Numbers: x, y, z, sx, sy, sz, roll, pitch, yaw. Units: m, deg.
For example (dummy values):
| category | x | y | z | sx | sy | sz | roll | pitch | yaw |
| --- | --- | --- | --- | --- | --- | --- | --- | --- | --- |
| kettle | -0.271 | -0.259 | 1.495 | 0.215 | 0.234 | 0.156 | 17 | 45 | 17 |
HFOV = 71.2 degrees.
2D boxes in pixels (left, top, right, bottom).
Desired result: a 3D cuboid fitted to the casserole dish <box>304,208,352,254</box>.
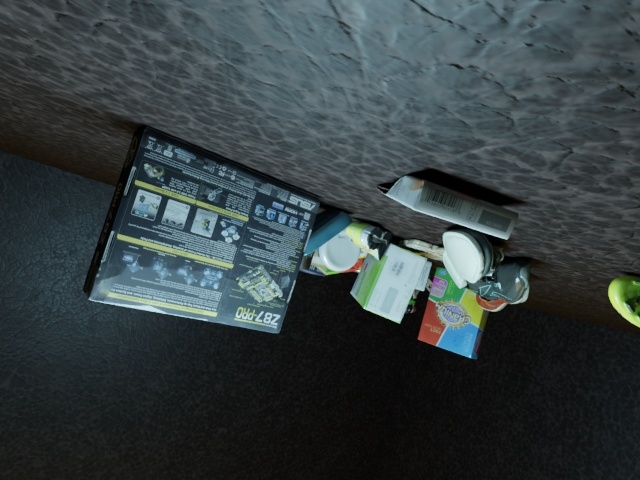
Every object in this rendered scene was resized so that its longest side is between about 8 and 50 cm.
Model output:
| category | x | y | z | sx | sy | sz | roll | pitch | yaw |
| --- | --- | --- | --- | --- | --- | --- | --- | --- | --- |
| casserole dish | -0.009 | -0.025 | 1.081 | 0.114 | 0.188 | 0.037 | 13 | 134 | 57 |

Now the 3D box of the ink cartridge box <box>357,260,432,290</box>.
| category | x | y | z | sx | sy | sz | roll | pitch | yaw |
| --- | --- | --- | --- | --- | --- | --- | --- | --- | --- |
| ink cartridge box | 0.280 | 0.108 | 1.815 | 0.289 | 0.121 | 0.211 | 16 | 176 | 5 |

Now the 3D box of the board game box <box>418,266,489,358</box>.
| category | x | y | z | sx | sy | sz | roll | pitch | yaw |
| --- | --- | --- | --- | --- | --- | --- | --- | --- | --- |
| board game box | 0.548 | 0.285 | 1.802 | 0.242 | 0.316 | 0.064 | 11 | 174 | 44 |

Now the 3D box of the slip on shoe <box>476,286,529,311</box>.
| category | x | y | z | sx | sy | sz | roll | pitch | yaw |
| --- | --- | --- | --- | --- | --- | --- | --- | --- | --- |
| slip on shoe | 0.539 | 0.154 | 1.394 | 0.101 | 0.122 | 0.331 | 7 | 169 | 5 |

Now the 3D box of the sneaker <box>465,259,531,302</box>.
| category | x | y | z | sx | sy | sz | roll | pitch | yaw |
| --- | --- | --- | --- | --- | --- | --- | --- | --- | --- |
| sneaker | 0.423 | 0.098 | 1.101 | 0.106 | 0.101 | 0.267 | 16 | 166 | 2 |

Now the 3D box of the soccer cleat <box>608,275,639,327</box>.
| category | x | y | z | sx | sy | sz | roll | pitch | yaw |
| --- | --- | --- | --- | --- | --- | --- | --- | --- | --- |
| soccer cleat | 0.664 | 0.136 | 0.899 | 0.289 | 0.093 | 0.121 | 18 | -178 | -20 |

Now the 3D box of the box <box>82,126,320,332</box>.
| category | x | y | z | sx | sy | sz | roll | pitch | yaw |
| --- | --- | --- | --- | --- | --- | --- | --- | --- | --- |
| box | -0.215 | -0.001 | 0.900 | 0.395 | 0.318 | 0.097 | 18 | 175 | -35 |

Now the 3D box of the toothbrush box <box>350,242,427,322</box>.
| category | x | y | z | sx | sy | sz | roll | pitch | yaw |
| --- | --- | --- | --- | --- | --- | --- | --- | --- | --- |
| toothbrush box | 0.204 | 0.116 | 1.402 | 0.122 | 0.206 | 0.283 | 23 | -179 | -3 |

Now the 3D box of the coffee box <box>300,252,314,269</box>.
| category | x | y | z | sx | sy | sz | roll | pitch | yaw |
| --- | --- | --- | --- | --- | --- | --- | --- | --- | --- |
| coffee box | -0.101 | -0.021 | 1.234 | 0.119 | 0.168 | 0.297 | 15 | 177 | 17 |

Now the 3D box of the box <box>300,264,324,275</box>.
| category | x | y | z | sx | sy | sz | roll | pitch | yaw |
| --- | --- | --- | --- | --- | --- | --- | --- | --- | --- |
| box | -0.126 | 0.035 | 2.038 | 0.294 | 0.182 | 0.296 | 18 | 175 | -11 |

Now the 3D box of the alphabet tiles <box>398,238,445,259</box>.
| category | x | y | z | sx | sy | sz | roll | pitch | yaw |
| --- | --- | --- | --- | --- | --- | --- | --- | --- | --- |
| alphabet tiles | 0.375 | 0.045 | 1.287 | 0.284 | 0.021 | 0.278 | 17 | 176 | -8 |

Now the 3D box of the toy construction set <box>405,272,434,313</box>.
| category | x | y | z | sx | sy | sz | roll | pitch | yaw |
| --- | --- | --- | --- | --- | --- | --- | --- | --- | --- |
| toy construction set | 0.497 | 0.202 | 2.140 | 0.309 | 0.237 | 0.257 | 0 | 151 | -18 |

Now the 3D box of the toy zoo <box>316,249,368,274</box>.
| category | x | y | z | sx | sy | sz | roll | pitch | yaw |
| --- | --- | --- | --- | --- | --- | --- | --- | --- | --- |
| toy zoo | 0.094 | 0.055 | 1.639 | 0.293 | 0.030 | 0.192 | -10 | 144 | 31 |

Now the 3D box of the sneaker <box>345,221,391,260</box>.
| category | x | y | z | sx | sy | sz | roll | pitch | yaw |
| --- | --- | --- | --- | --- | --- | --- | --- | --- | --- |
| sneaker | 0.129 | -0.009 | 1.218 | 0.094 | 0.081 | 0.208 | 22 | 173 | 25 |

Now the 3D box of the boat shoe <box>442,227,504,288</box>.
| category | x | y | z | sx | sy | sz | roll | pitch | yaw |
| --- | --- | --- | --- | --- | --- | --- | --- | --- | --- |
| boat shoe | 0.328 | 0.028 | 0.947 | 0.099 | 0.116 | 0.319 | -27 | 162 | 4 |

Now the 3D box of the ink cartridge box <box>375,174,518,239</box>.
| category | x | y | z | sx | sy | sz | roll | pitch | yaw |
| --- | --- | --- | --- | --- | --- | --- | --- | --- | --- |
| ink cartridge box | 0.174 | -0.060 | 0.650 | 0.146 | 0.045 | 0.179 | 16 | -166 | -13 |

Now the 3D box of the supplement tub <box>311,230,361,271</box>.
| category | x | y | z | sx | sy | sz | roll | pitch | yaw |
| --- | --- | --- | --- | --- | --- | --- | --- | --- | --- |
| supplement tub | 0.024 | 0.020 | 1.456 | 0.144 | 0.144 | 0.200 | 18 | 176 | -27 |
